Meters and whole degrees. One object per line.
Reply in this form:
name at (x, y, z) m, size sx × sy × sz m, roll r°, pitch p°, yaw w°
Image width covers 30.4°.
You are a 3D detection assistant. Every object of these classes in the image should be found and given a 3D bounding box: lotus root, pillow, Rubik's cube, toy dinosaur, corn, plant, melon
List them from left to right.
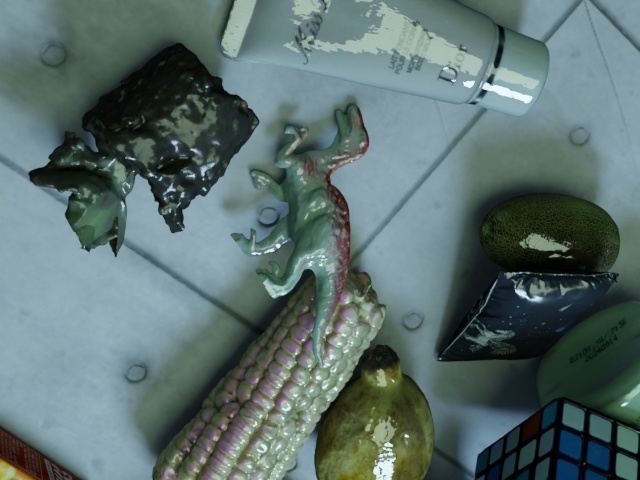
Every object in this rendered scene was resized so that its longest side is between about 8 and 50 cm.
plant at (-0.164, -0.083, 1.099) m, size 0.203 × 0.131 × 0.142 m, roll -46°, pitch 121°, yaw 8°
corn at (-0.050, 0.171, 1.263) m, size 0.127 × 0.126 × 0.335 m, roll 36°, pitch 95°, yaw -27°
toy dinosaur at (0.000, 0.000, 1.187) m, size 0.167 × 0.053 × 0.242 m, roll -19°, pitch 83°, yaw -4°
lotus root at (0.060, 0.212, 1.296) m, size 0.139 × 0.138 × 0.214 m, roll -10°, pitch 127°, yaw -13°
pillow at (0.221, 0.084, 1.291) m, size 0.141 × 0.055 × 0.208 m, roll -2°, pitch 152°, yaw -15°
melon at (0.249, -0.003, 1.285) m, size 0.162 × 0.099 × 0.099 m, roll 7°, pitch 111°, yaw -16°
Rubik's cube at (0.277, 0.307, 1.278) m, size 0.182 × 0.184 × 0.187 m, roll 24°, pitch 143°, yaw -12°

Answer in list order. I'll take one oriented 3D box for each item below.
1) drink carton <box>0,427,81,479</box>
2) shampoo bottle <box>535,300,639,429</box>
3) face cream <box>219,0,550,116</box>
drink carton at (-0.342, 0.257, 1.232) m, size 0.096 × 0.071 × 0.223 m, roll -45°, pitch 119°, yaw 5°
shampoo bottle at (0.423, 0.232, 1.411) m, size 0.222 × 0.151 × 0.349 m, roll -38°, pitch 121°, yaw 18°
face cream at (0.070, -0.203, 1.155) m, size 0.315 × 0.089 × 0.143 m, roll 16°, pitch 108°, yaw -12°
